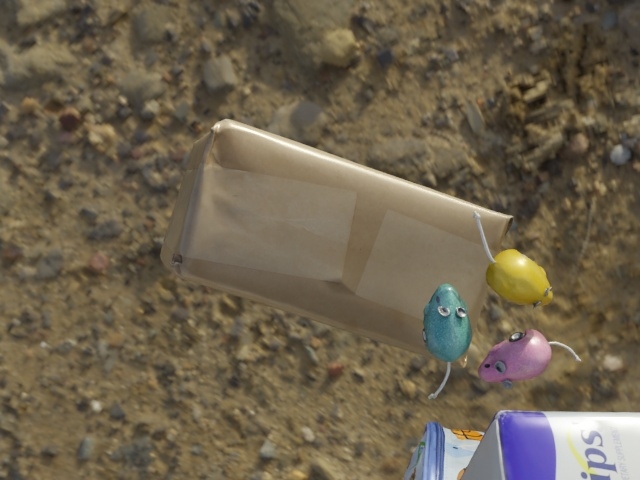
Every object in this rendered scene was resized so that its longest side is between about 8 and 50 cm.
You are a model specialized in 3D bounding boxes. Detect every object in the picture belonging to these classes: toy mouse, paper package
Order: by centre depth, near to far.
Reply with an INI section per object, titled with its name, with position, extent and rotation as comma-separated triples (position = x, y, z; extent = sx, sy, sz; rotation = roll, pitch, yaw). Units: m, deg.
[toy mouse]
position = 0.137, 0.080, 0.919
extent = 0.143, 0.161, 0.031
rotation = -49, 20, 7
[paper package]
position = 0.000, 0.000, 1.251
extent = 0.325, 0.309, 0.168
rotation = 18, 89, -11

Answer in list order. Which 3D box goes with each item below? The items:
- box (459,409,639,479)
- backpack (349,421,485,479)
[box]
position = 0.123, 0.125, 0.446
extent = 0.137, 0.126, 0.072
rotation = 2, 55, -7
[backpack]
position = 0.100, 0.271, 0.858
extent = 0.213, 0.276, 0.263
rotation = 13, 95, -2
